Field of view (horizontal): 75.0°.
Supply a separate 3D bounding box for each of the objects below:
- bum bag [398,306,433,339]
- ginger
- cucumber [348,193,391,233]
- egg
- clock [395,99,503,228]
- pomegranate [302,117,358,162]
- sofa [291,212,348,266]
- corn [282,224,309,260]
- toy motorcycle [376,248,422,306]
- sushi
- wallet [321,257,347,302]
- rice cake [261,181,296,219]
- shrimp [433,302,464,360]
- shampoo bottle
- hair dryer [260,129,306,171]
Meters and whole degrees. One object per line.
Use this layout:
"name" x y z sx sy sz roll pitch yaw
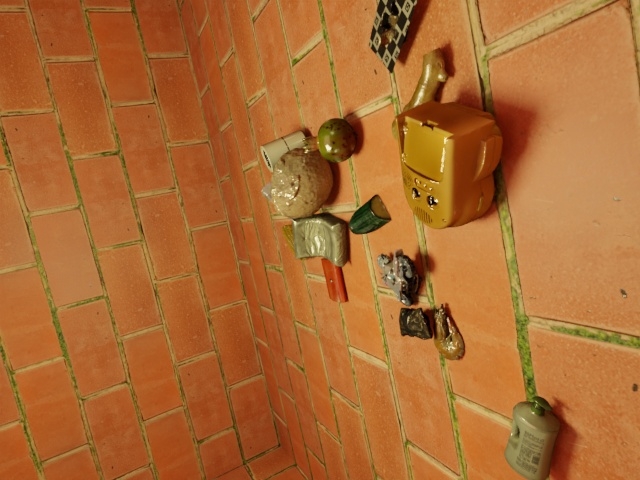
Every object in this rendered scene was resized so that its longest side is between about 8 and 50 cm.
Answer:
"bum bag" 0.318 0.283 1.437 0.102 0.069 0.248 66 164 5
"ginger" 0.277 -0.393 1.180 0.118 0.065 0.299 45 144 25
"cucumber" 0.165 -0.077 1.579 0.115 0.063 0.244 70 155 13
"egg" -0.080 -0.236 1.743 0.279 0.279 0.311 41 112 49
"clock" 0.324 -0.179 1.084 0.244 0.200 0.317 48 151 48
"pomegranate" 0.036 -0.363 1.530 0.159 0.204 0.160 -8 -90 -88
"sofa" 0.000 0.000 1.811 0.225 0.175 0.210 32 131 55
"corn" -0.124 0.010 2.157 0.262 0.097 0.097 54 147 39
"toy motorcycle" 0.254 0.102 1.438 0.204 0.108 0.239 52 146 39
"sushi" 0.216 -0.625 1.210 0.210 0.040 0.193 105 149 -49
"wallet" 0.060 0.182 1.937 0.142 0.045 0.205 2 105 63
"rice cake" -0.154 -0.150 1.951 0.056 0.073 0.365 39 176 41
"shrimp" 0.402 0.290 1.328 0.101 0.042 0.191 -8 96 43
"shampoo bottle" 0.551 0.501 1.084 0.118 0.087 0.235 33 131 53
"hair dryer" -0.151 -0.342 1.960 0.128 0.203 0.362 58 166 25
